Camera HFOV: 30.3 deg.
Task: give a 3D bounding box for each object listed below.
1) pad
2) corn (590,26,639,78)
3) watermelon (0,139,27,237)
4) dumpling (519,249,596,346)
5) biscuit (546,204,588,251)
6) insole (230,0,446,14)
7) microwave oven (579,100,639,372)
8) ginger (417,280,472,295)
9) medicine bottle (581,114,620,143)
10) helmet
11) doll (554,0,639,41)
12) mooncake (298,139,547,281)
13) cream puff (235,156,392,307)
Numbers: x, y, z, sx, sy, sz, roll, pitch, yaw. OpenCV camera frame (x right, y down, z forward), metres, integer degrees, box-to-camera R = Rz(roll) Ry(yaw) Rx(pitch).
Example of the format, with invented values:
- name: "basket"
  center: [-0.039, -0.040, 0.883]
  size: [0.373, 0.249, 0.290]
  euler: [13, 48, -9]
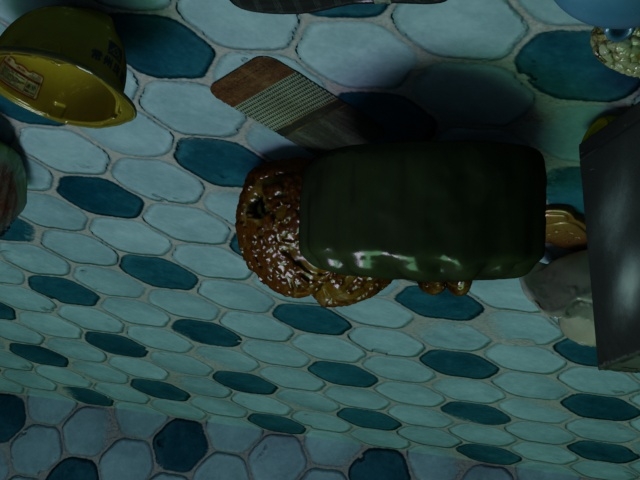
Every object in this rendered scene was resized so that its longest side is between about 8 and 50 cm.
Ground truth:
- name: "pad"
  center: [0.007, -0.193, 1.737]
  size: [0.250, 0.055, 0.323]
  euler: [29, 169, -29]
- name: "corn"
  center: [0.420, -0.219, 1.438]
  size: [0.211, 0.087, 0.087]
  euler: [27, 152, -24]
- name: "watermelon"
  center: [-0.669, -0.070, 2.102]
  size: [0.228, 0.258, 0.387]
  euler: [17, 159, -3]
- name: "dumpling"
  center: [0.459, 0.091, 2.000]
  size: [0.243, 0.175, 0.227]
  euler: [36, 175, -34]
- name: "biscuit"
  center: [0.395, -0.015, 1.956]
  size: [0.140, 0.023, 0.118]
  euler: [30, 150, -34]
- name: "insole"
  center: [0.018, -0.322, 1.511]
  size: [0.310, 0.012, 0.110]
  euler: [4, 152, 20]
- name: "microwave oven"
  center: [0.574, 0.014, 1.457]
  size: [0.432, 0.374, 0.236]
  euler: [7, 160, -20]
- name: "ginger"
  center: [0.220, 0.056, 2.143]
  size: [0.103, 0.073, 0.162]
  euler: [42, 152, -23]
- name: "medicine bottle"
  center: [0.498, -0.105, 1.661]
  size: [0.261, 0.064, 0.095]
  euler: [20, 156, -12]
- name: "helmet"
  center: [-0.353, -0.264, 1.669]
  size: [0.257, 0.140, 0.205]
  euler: [2, 155, 37]
- name: "doll"
  center: [0.306, -0.330, 1.156]
  size: [0.177, 0.141, 0.314]
  euler: [-7, 132, -2]
- name: "mooncake"
  center: [0.146, -0.038, 1.697]
  size: [0.356, 0.194, 0.356]
  euler: [-1, 179, 0]
- name: "cream puff"
  center: [0.000, 0.000, 1.968]
  size: [0.303, 0.212, 0.303]
  euler: [7, 155, 3]
